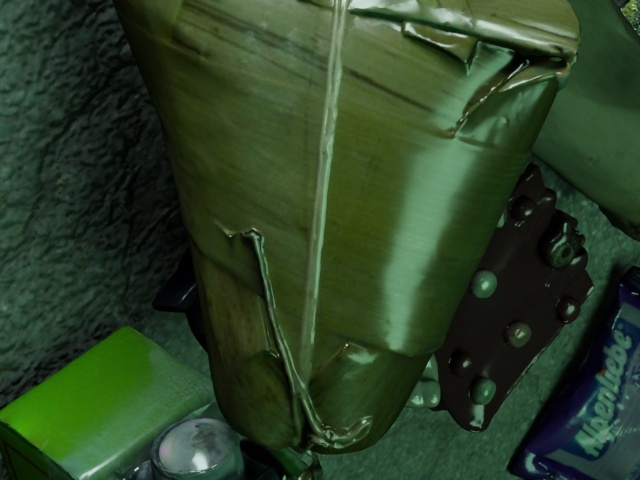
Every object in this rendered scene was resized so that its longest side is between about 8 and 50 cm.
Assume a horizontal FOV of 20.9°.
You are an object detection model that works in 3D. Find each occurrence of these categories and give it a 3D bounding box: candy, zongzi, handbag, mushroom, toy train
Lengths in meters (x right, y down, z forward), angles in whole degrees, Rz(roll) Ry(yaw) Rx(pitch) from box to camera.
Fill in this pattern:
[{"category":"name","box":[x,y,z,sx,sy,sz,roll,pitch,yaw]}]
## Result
[{"category":"candy","box":[0.316,0.160,1.784,0.145,0.070,0.275,28,100,-10]},{"category":"zongzi","box":[-0.072,-0.020,1.141,0.418,0.181,0.447,22,99,-4]},{"category":"handbag","box":[0.157,0.051,1.592,0.216,0.074,0.203,-47,138,-13]},{"category":"mushroom","box":[0.214,-0.135,1.483,0.407,0.137,0.154,36,53,-47]},{"category":"toy train","box":[-0.111,0.236,1.315,0.173,0.249,0.307,-36,135,-30]}]

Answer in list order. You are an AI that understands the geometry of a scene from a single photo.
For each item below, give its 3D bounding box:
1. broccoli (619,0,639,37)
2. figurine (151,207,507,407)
[{"category":"broccoli","box":[0.298,-0.182,1.595,0.095,0.092,0.097,33,48,-18]},{"category":"figurine","box":[0.001,0.003,1.338,0.308,0.308,0.143,-36,173,-23]}]
